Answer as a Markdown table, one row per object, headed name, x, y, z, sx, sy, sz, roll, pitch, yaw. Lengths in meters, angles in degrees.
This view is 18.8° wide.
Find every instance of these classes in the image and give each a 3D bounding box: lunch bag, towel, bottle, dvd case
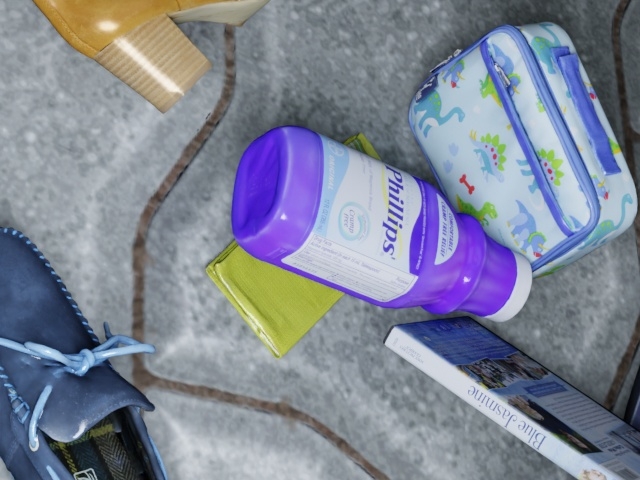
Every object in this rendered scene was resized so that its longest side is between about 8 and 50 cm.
| name | x | y | z | sx | sy | sz | roll | pitch | yaw |
| --- | --- | --- | --- | --- | --- | --- | --- | --- | --- |
| lunch bag | 0.186 | -0.082 | 1.773 | 0.090 | 0.176 | 0.219 | -12 | 76 | -42 |
| towel | 0.000 | 0.000 | 1.689 | 0.102 | 0.021 | 0.237 | 50 | 47 | -4 |
| bottle | 0.058 | -0.002 | 1.663 | 0.283 | 0.092 | 0.118 | 23 | 57 | -31 |
| dvd case | 0.189 | 0.142 | 1.634 | 0.253 | 0.022 | 0.180 | 34 | 14 | 21 |

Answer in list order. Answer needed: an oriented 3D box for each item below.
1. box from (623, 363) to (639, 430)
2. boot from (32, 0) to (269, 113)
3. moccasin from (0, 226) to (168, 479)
| name | x | y | z | sx | sy | sz | roll | pitch | yaw |
| --- | --- | --- | --- | --- | --- | --- | --- | --- | --- |
| box | 0.388 | 0.156 | 1.766 | 0.207 | 0.153 | 0.108 | 14 | 52 | 9 |
| boot | -0.134 | -0.265 | 1.670 | 0.211 | 0.104 | 0.295 | 46 | 51 | -10 |
| moccasin | -0.165 | 0.134 | 1.420 | 0.138 | 0.117 | 0.342 | -25 | 84 | -43 |
